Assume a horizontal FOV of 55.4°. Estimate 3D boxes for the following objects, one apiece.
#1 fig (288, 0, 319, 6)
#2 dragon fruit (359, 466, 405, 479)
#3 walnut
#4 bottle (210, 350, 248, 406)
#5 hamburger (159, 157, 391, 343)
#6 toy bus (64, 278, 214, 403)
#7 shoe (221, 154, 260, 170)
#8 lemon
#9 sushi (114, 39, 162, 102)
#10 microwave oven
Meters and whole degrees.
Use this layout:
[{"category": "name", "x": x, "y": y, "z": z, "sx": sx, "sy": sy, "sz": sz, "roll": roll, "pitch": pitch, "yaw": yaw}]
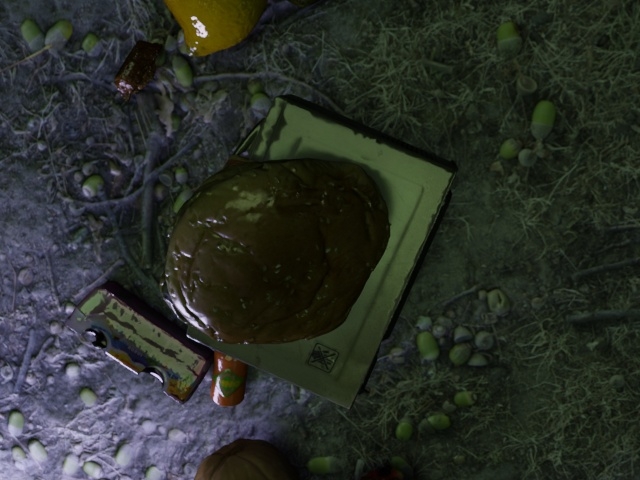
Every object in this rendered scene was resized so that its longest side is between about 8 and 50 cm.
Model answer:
[{"category": "fig", "x": -0.034, "y": -0.459, "z": 0.964, "sx": 0.123, "sy": 0.123, "sz": 0.156, "roll": -34, "pitch": 85, "yaw": 14}, {"category": "dragon fruit", "x": 0.124, "y": 0.496, "z": 1.102, "sx": 0.167, "sy": 0.172, "sz": 0.160, "roll": 7, "pitch": 78, "yaw": -19}, {"category": "walnut", "x": -0.126, "y": 0.496, "z": 1.127, "sx": 0.225, "sy": 0.225, "sz": 0.261, "roll": -12, "pitch": 112, "yaw": 11}, {"category": "bottle", "x": -0.167, "y": 0.215, "z": 1.132, "sx": 0.069, "sy": 0.069, "sz": 0.187, "roll": 10, "pitch": 112, "yaw": 7}, {"category": "hamburger", "x": -0.051, "y": 0.021, "z": 0.750, "sx": 0.134, "sy": 0.266, "sz": 0.284, "roll": 50, "pitch": 132, "yaw": 41}, {"category": "toy bus", "x": -0.338, "y": 0.189, "z": 1.159, "sx": 0.274, "sy": 0.090, "sz": 0.112, "roll": 34, "pitch": 98, "yaw": 2}, {"category": "shoe", "x": -0.090, "y": -0.067, "z": 0.825, "sx": 0.109, "sy": 0.072, "sz": 0.069, "roll": 35, "pitch": 66, "yaw": -6}, {"category": "lemon", "x": -0.168, "y": -0.412, "z": 0.960, "sx": 0.187, "sy": 0.187, "sz": 0.244, "roll": 11, "pitch": 105, "yaw": 7}, {"category": "sushi", "x": -0.319, "y": -0.298, "z": 1.073, "sx": 0.060, "sy": 0.061, "sz": 0.118, "roll": 32, "pitch": 110, "yaw": -32}, {"category": "microwave oven", "x": 0.000, "y": 0.000, "z": 0.985, "sx": 0.333, "sy": 0.247, "sz": 0.394, "roll": 23, "pitch": 104, "yaw": 3}]
